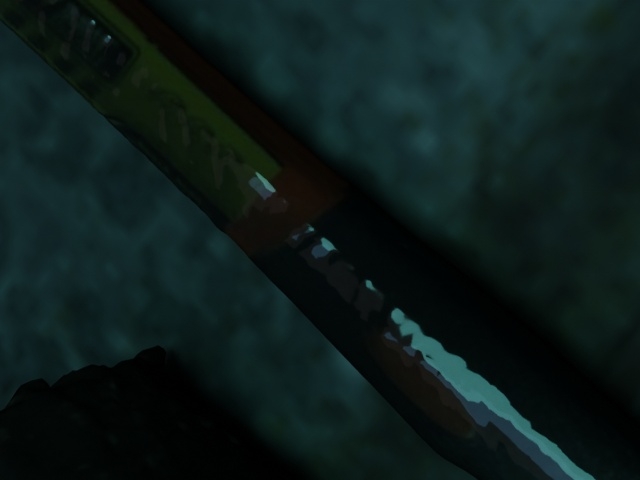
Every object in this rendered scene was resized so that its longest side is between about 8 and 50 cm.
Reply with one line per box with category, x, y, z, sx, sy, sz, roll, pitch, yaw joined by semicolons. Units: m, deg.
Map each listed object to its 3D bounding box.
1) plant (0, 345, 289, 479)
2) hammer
plant;-0.018;0.091;0.338;0.094;0.092;0.143;-42;76;23
hammer;0.000;0.000;0.332;0.287;0.033;0.111;43;121;12
